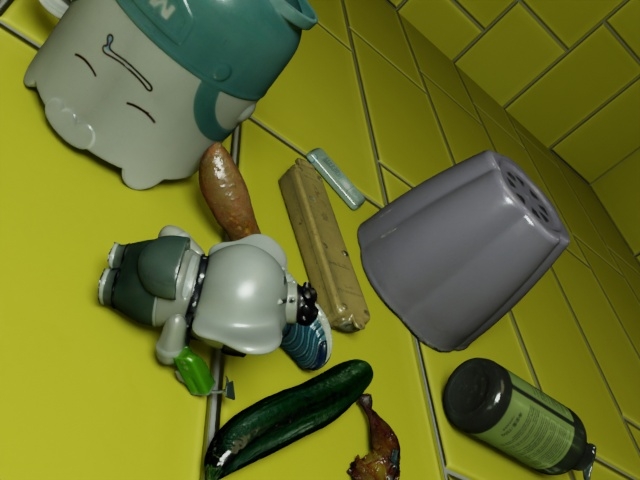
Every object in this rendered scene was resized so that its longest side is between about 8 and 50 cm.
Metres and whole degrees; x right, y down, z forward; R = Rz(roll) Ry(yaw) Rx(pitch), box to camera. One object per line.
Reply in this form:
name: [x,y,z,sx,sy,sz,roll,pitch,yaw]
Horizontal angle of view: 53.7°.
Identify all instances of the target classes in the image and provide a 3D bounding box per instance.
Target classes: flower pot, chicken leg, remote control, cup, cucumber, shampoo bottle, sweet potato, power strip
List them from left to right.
cup: [-0.182,-0.240,0.695,0.290,0.257,0.219,46,23,-4]
sweet potato: [-0.085,-0.008,0.720,0.214,0.050,0.050,66,24,-15]
cucumber: [-0.015,0.164,0.624,0.056,0.056,0.284,55,29,14]
power strip: [0.000,0.000,0.865,0.064,0.044,0.305,20,40,-41]
remote control: [0.027,-0.104,1.056,0.124,0.018,0.053,48,27,0]
chicken leg: [0.060,0.229,0.675,0.062,0.037,0.145,27,33,-8]
flower pot: [0.231,0.007,0.972,0.265,0.243,0.265,34,34,-27]
shampoo bottle: [0.299,0.263,0.887,0.283,0.101,0.101,33,32,-26]

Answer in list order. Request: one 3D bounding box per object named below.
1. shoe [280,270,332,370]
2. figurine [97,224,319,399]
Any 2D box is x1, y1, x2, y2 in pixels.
shoe: [-0.044,0.084,0.679,0.143,0.064,0.071,52,44,-5]
figurine: [-0.096,0.050,0.571,0.192,0.126,0.147,9,49,-4]
